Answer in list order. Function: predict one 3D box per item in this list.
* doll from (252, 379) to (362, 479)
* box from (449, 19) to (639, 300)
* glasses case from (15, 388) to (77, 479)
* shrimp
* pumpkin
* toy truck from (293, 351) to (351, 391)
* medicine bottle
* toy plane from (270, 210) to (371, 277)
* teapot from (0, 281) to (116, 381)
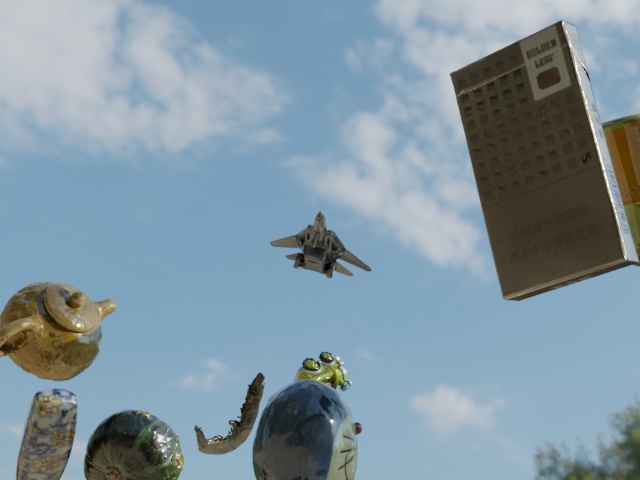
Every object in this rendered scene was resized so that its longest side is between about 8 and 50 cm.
[{"bbox_3d":[-0.014,0.308,1.396,0.154,0.258,0.228,9,-9,9],"label":"doll"},{"bbox_3d":[0.283,-0.101,1.425,0.180,0.324,0.047,-22,-19,36],"label":"box"},{"bbox_3d":[-0.487,0.357,1.965,0.087,0.065,0.248,6,-51,-23],"label":"glasses case"},{"bbox_3d":[-0.184,0.352,2.212,0.148,0.195,0.035,4,26,-42],"label":"shrimp"},{"bbox_3d":[-0.342,0.402,2.018,0.190,0.146,0.190,11,-57,18],"label":"pumpkin"},{"bbox_3d":[0.008,0.265,2.100,0.111,0.077,0.076,-16,-45,-39],"label":"toy truck"},{"bbox_3d":[0.499,-0.075,1.710,0.124,0.238,0.124,-15,-1,0],"label":"medicine bottle"},{"bbox_3d":[-0.003,0.011,2.122,0.212,0.088,0.267,15,-14,5],"label":"toy plane"},{"bbox_3d":[-0.518,0.160,2.153,0.167,0.203,0.311,-47,-18,26],"label":"teapot"}]
